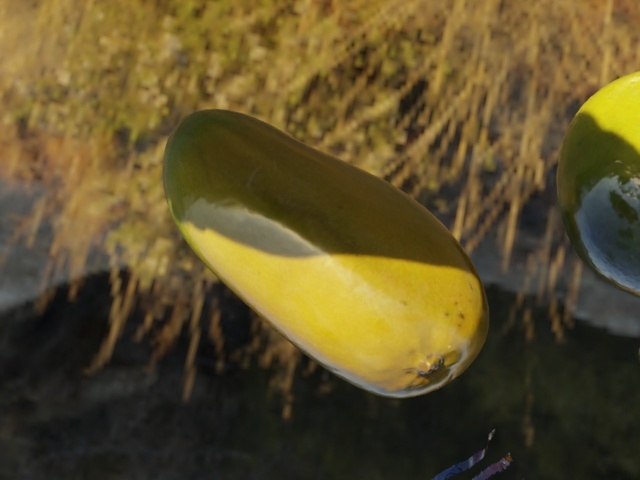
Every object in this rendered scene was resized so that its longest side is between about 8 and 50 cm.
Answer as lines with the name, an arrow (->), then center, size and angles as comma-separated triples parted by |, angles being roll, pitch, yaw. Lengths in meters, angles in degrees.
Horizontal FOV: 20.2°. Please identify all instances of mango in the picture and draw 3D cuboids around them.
mango -> 0.000, 0.000, 1.162 | 0.251, 0.156, 0.114 | 41, 122, 5

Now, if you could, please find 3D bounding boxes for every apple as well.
apple -> 0.285, -0.043, 1.456 | 0.196, 0.196, 0.157 | 8, 145, 8

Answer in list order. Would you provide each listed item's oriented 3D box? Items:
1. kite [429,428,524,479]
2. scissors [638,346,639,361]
kite -> 0.066, 0.254, 1.524 | 0.015, 0.245, 0.141 | 46, 168, 48
scissors -> 0.294, 0.067, 1.034 | 0.300, 0.109, 0.022 | -6, 127, -46
